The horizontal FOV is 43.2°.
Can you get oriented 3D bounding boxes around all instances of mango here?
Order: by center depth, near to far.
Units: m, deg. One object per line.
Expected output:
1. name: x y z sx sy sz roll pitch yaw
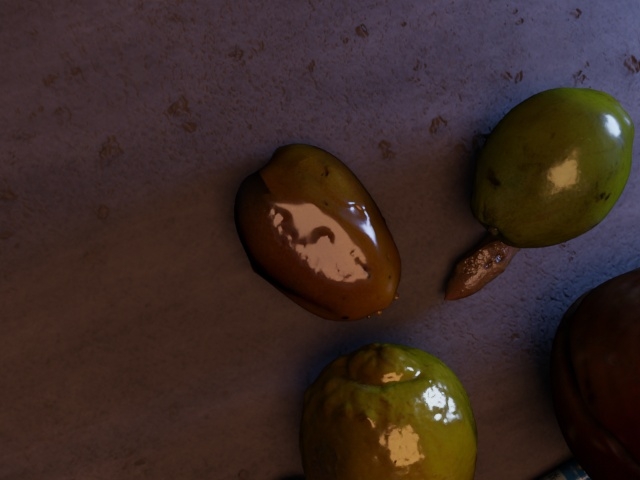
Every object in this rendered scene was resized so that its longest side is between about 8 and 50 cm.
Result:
1. mango: 0.000 0.000 1.165 0.201 0.152 0.287 -43 102 10

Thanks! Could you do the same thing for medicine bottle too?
1. medicine bottle: 0.421 0.406 1.367 0.191 0.051 0.051 -29 104 -4

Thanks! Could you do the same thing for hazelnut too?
1. hazelnut: 0.565 0.232 1.215 0.429 0.402 0.402 -8 101 -3

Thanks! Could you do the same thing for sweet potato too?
1. sweet potato: 0.269 0.023 1.268 0.206 0.060 0.068 -42 136 -11

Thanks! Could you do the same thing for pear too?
1. pear: 0.339 -0.105 1.182 0.269 0.212 0.212 -46 105 -9

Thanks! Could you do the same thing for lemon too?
1. lemon: 0.103 0.306 1.186 0.285 0.285 0.316 -37 125 -2
